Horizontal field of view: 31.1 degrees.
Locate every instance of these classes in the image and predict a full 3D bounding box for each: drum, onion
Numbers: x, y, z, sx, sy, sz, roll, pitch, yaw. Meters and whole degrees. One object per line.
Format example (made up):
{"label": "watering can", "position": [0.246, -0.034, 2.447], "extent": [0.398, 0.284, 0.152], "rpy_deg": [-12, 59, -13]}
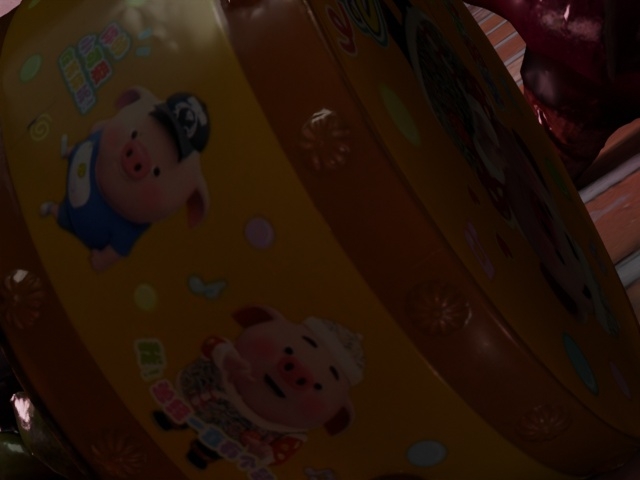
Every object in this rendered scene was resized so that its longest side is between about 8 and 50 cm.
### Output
{"label": "drum", "position": [0.007, -0.020, 0.686], "extent": [0.214, 0.431, 0.431], "rpy_deg": [-31, 13, 21]}
{"label": "onion", "position": [0.284, -0.226, 1.057], "extent": [0.398, 0.398, 0.420], "rpy_deg": [-50, -28, -47]}

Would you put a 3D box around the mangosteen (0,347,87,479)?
{"label": "mangosteen", "position": [-0.162, 0.109, 0.975], "extent": [0.330, 0.330, 0.330], "rpy_deg": [-36, 11, 8]}
